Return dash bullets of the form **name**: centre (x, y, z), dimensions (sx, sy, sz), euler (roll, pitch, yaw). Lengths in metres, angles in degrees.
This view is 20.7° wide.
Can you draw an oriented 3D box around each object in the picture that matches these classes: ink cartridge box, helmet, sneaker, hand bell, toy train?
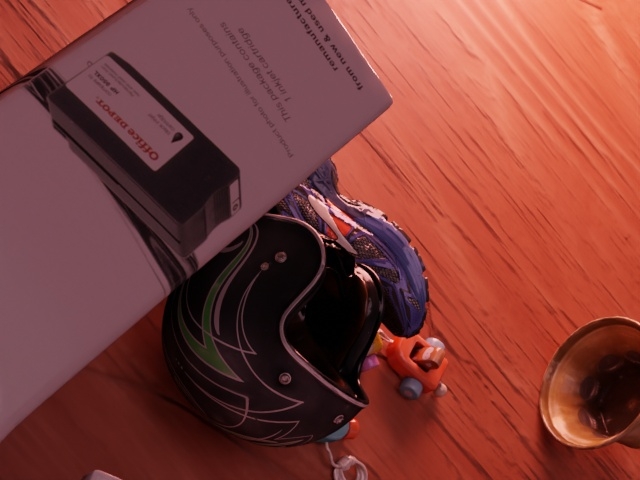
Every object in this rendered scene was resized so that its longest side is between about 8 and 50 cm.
- **ink cartridge box**: centre (-0.185, -0.016, 1.172), dimensions (0.395, 0.285, 0.166), euler (-42, 100, -37)
- **helmet**: centre (-0.037, 0.073, 1.321), dimensions (0.169, 0.169, 0.161), euler (22, 77, -28)
- **sneaker**: centre (0.000, 0.000, 1.433), dimensions (0.087, 0.083, 0.221), euler (-41, 83, -26)
- **hand bell**: centre (0.323, 0.174, 1.600), dimensions (0.242, 0.126, 0.126), euler (32, 57, -37)
- **toy train**: centre (0.047, 0.119, 1.441), dimensions (0.125, 0.046, 0.166), euler (46, 53, -13)

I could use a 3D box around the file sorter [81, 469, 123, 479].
- **file sorter**: centre (-0.097, 0.307, 1.188), dimensions (0.277, 0.173, 0.193), euler (27, 60, -25)
